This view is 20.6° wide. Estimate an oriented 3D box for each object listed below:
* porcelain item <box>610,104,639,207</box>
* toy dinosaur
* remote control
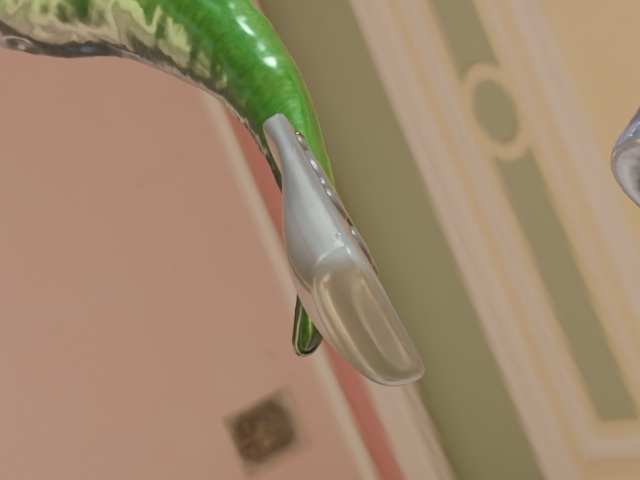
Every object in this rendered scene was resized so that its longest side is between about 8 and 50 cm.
[{"bbox_3d":[0.228,-0.125,0.845,0.141,0.259,0.141,27,-21,11],"label":"porcelain item"},{"bbox_3d":[-0.181,-0.118,0.993,0.374,0.144,0.500,-24,-122,27],"label":"toy dinosaur"},{"bbox_3d":[0.000,0.000,0.606,0.050,0.027,0.184,61,2,-19],"label":"remote control"}]
